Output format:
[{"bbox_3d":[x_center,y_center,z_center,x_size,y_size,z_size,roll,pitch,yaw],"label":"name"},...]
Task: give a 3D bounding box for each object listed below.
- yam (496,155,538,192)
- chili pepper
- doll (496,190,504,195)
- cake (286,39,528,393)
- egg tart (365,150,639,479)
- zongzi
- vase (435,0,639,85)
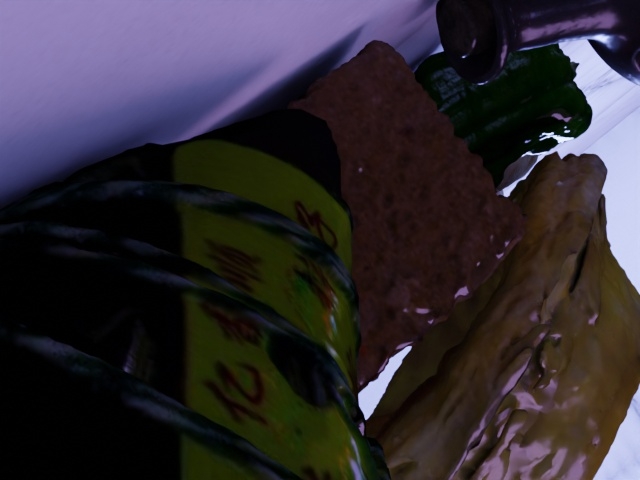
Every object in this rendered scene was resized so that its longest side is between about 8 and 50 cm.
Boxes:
[{"bbox_3d":[0.119,-0.062,1.314,0.068,0.068,0.169,-41,174,27],"label":"yam"},{"bbox_3d":[0.036,-0.039,0.960,0.253,0.083,0.099,-32,177,-7],"label":"chili pepper"},{"bbox_3d":[0.119,0.006,1.378,0.155,0.113,0.275,4,-164,-7],"label":"doll"},{"bbox_3d":[0.000,0.000,0.820,0.135,0.134,0.147,-38,-175,-18],"label":"cake"},{"bbox_3d":[0.103,0.086,0.940,0.295,0.116,0.295,-56,179,-1],"label":"egg tart"},{"bbox_3d":[-0.118,0.082,0.542,0.319,0.362,0.383,-45,-143,6],"label":"zongzi"},{"bbox_3d":[0.143,-0.124,0.851,0.183,0.120,0.120,-15,165,-24],"label":"vase"}]
